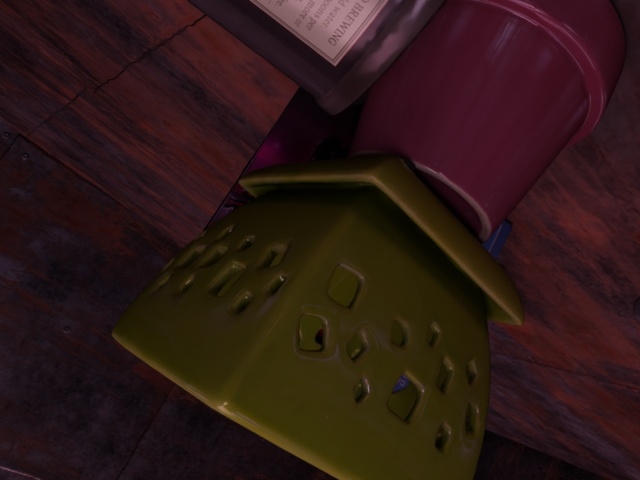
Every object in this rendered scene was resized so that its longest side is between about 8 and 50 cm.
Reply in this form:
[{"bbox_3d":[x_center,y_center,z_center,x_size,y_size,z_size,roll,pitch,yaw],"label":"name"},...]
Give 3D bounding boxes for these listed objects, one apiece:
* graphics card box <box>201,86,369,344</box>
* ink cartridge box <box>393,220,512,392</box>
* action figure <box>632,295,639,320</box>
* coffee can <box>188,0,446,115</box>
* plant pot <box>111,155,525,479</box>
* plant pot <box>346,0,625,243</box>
[{"bbox_3d":[0.000,0.000,0.674,0.233,0.370,0.094,34,165,-7],"label":"graphics card box"},{"bbox_3d":[0.040,0.082,0.802,0.270,0.395,0.151,33,165,-8],"label":"ink cartridge box"},{"bbox_3d":[0.495,0.063,0.475,0.330,0.178,0.341,27,138,-11],"label":"action figure"},{"bbox_3d":[-0.042,-0.236,0.343,0.275,0.201,0.201,35,164,-13],"label":"coffee can"},{"bbox_3d":[0.008,0.060,0.481,0.227,0.207,0.228,41,162,-29],"label":"plant pot"},{"bbox_3d":[0.118,-0.103,0.498,0.202,0.180,0.201,29,165,8],"label":"plant pot"}]
